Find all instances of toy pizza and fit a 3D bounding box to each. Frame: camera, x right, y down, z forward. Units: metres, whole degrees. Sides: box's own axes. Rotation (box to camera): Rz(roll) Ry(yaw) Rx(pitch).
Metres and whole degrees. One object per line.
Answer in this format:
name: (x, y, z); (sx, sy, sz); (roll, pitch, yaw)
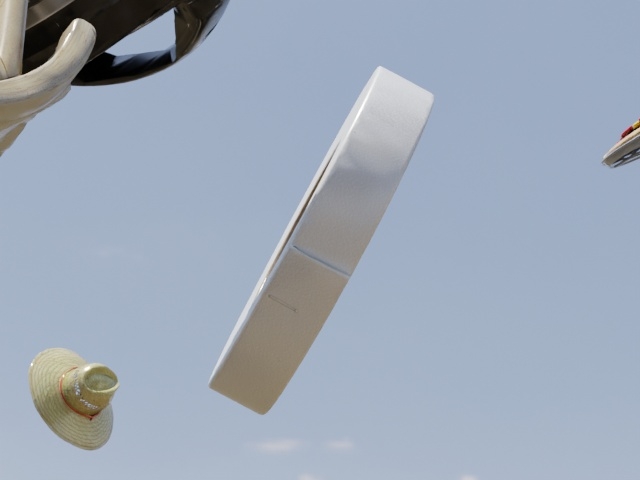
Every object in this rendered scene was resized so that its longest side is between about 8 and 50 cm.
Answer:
toy pizza: (0.373, -0.131, 1.609); (0.201, 0.032, 0.201); (-26, -8, -4)

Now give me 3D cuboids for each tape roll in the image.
tape roll: (0.000, 0.000, 1.665); (0.072, 0.392, 0.392); (28, -21, -3)

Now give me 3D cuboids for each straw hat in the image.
straw hat: (-0.276, 0.177, 1.882); (0.061, 0.144, 0.144); (-30, -32, 26)

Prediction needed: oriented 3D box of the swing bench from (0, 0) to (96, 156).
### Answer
swing bench: (-0.270, -0.101, 0.965); (0.165, 0.255, 0.253); (6, -36, -41)

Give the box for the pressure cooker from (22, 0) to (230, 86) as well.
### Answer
pressure cooker: (-0.282, -0.339, 1.580); (0.375, 0.370, 0.420); (-34, -66, 1)
